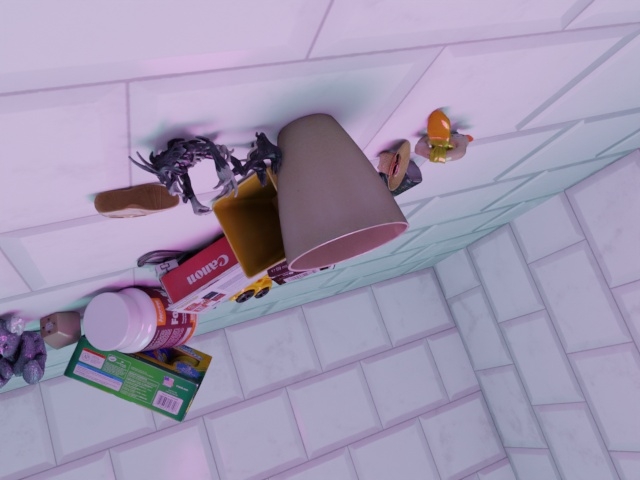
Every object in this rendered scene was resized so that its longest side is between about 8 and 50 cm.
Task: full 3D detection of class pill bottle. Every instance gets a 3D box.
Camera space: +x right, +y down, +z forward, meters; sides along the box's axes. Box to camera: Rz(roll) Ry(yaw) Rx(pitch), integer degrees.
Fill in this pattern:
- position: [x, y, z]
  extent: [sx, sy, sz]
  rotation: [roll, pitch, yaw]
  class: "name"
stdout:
- position: [-0.625, 0.280, 1.951]
  extent: [0.224, 0.224, 0.392]
  rotation: [-23, 167, 16]
  class: "pill bottle"

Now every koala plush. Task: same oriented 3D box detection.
- position: [-1.004, 0.331, 1.759]
  extent: [0.196, 0.203, 0.221]
  rotation: [-10, 133, 1]
  class: "koala plush"

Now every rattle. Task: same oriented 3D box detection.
- position: [0.330, -0.287, 1.404]
  extent: [0.200, 0.143, 0.130]
  rotation: [-29, -153, -32]
  class: "rattle"

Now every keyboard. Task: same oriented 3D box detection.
- position: [-0.433, 0.079, 1.840]
  extent: [0.108, 0.023, 0.180]
  rotation: [-8, 164, -43]
  class: "keyboard"

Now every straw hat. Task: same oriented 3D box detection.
- position: [0.182, -0.204, 1.452]
  extent: [0.061, 0.144, 0.144]
  rotation: [20, -178, 22]
  class: "straw hat"

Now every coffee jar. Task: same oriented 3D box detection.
- position: [0.201, -0.163, 1.619]
  extent: [0.184, 0.079, 0.096]
  rotation: [-30, 167, 36]
  class: "coffee jar"

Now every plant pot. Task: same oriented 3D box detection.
- position: [-0.917, 0.307, 1.928]
  extent: [0.109, 0.109, 0.096]
  rotation: [-21, 154, 9]
  class: "plant pot"
- position: [-0.103, -0.057, 1.382]
  extent: [0.212, 0.212, 0.187]
  rotation: [-29, 177, 36]
  class: "plant pot"
- position: [0.012, -0.108, 1.130]
  extent: [0.256, 0.274, 0.256]
  rotation: [-19, 167, -5]
  class: "plant pot"

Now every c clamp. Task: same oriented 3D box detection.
- position: [-0.496, 0.064, 1.683]
  extent: [0.137, 0.022, 0.161]
  rotation: [-24, 167, 21]
  class: "c clamp"

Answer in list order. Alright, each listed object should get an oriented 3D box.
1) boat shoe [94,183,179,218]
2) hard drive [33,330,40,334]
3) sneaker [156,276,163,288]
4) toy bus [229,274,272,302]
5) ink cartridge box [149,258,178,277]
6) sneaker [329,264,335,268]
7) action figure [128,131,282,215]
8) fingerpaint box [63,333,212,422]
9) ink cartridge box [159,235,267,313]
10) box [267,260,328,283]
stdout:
- position: [-0.386, -0.080, 1.165]
  extent: [0.170, 0.063, 0.059]
  rotation: [-4, 166, -19]
  class: "boat shoe"
- position: [-1.156, 0.399, 2.074]
  extent: [0.233, 0.047, 0.353]
  rotation: [-26, 165, 28]
  class: "hard drive"
- position: [-0.497, 0.170, 1.860]
  extent: [0.057, 0.161, 0.075]
  rotation: [-53, 153, 9]
  class: "sneaker"
- position: [-0.241, 0.107, 2.025]
  extent: [0.211, 0.149, 0.220]
  rotation: [-46, 158, 29]
  class: "toy bus"
- position: [-0.483, 0.089, 1.702]
  extent: [0.083, 0.028, 0.048]
  rotation: [-19, 165, -22]
  class: "ink cartridge box"
- position: [0.012, 0.016, 2.103]
  extent: [0.132, 0.086, 0.228]
  rotation: [18, 135, 4]
  class: "sneaker"
- position: [-0.208, -0.128, 1.040]
  extent: [0.276, 0.141, 0.164]
  rotation: [-12, 177, -34]
  class: "action figure"
- position: [-0.663, 0.469, 2.086]
  extent: [0.445, 0.163, 0.371]
  rotation: [24, -178, -4]
  class: "fingerpaint box"
- position: [-0.322, 0.095, 1.713]
  extent: [0.309, 0.130, 0.272]
  rotation: [-32, 166, 6]
  class: "ink cartridge box"
- position: [-0.089, 0.005, 1.620]
  extent: [0.168, 0.203, 0.167]
  rotation: [-20, 167, 2]
  class: "box"
